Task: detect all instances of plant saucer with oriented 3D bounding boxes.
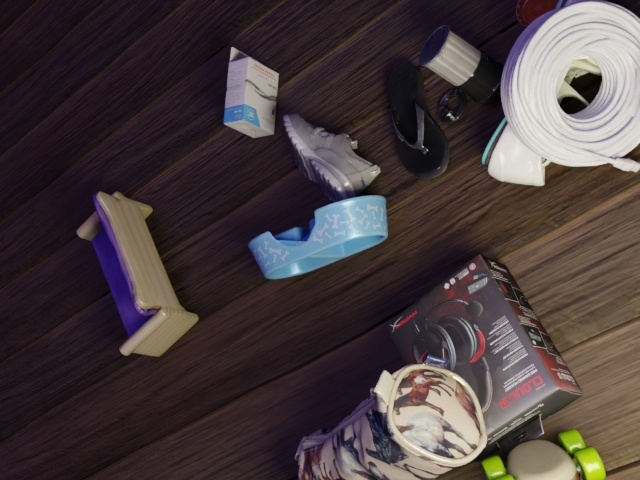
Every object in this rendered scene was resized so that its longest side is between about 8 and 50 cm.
[{"bbox_3d":[0.393,-0.420,1.668,0.083,0.013,0.083,-12,70,34],"label":"plant saucer"}]

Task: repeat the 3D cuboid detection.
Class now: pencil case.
[{"bbox_3d":[0.094,0.324,1.486,0.183,0.160,0.410,41,145,1],"label":"pencil case"}]

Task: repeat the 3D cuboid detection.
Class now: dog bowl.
[{"bbox_3d":[0.000,0.000,1.766,0.297,0.166,0.074,-22,77,31],"label":"dog bowl"}]

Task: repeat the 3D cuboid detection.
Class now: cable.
[{"bbox_3d":[0.412,-0.245,1.454,0.089,0.257,0.257,-125,41,-72],"label":"cable"}]

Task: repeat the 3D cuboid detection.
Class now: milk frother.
[{"bbox_3d":[0.232,-0.295,1.678,0.143,0.135,0.129,-58,21,6],"label":"milk frother"}]

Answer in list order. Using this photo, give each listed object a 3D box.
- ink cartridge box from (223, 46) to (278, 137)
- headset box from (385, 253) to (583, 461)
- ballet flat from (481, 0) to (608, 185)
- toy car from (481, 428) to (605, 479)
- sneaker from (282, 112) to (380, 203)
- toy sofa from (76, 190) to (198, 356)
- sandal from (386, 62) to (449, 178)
[{"bbox_3d":[-0.147,-0.325,2.000,0.060,0.104,0.180,-6,74,37],"label":"ink cartridge box"},{"bbox_3d":[0.270,0.207,1.522,0.218,0.110,0.293,-39,57,23],"label":"headset box"},{"bbox_3d":[0.413,-0.271,1.554,0.139,0.139,0.400,33,102,39],"label":"ballet flat"},{"bbox_3d":[0.349,0.403,1.379,0.155,0.149,0.188,-19,98,0],"label":"toy car"},{"bbox_3d":[0.018,-0.173,1.857,0.115,0.105,0.281,-30,50,-11],"label":"sneaker"},{"bbox_3d":[-0.432,0.071,2.063,0.150,0.177,0.362,-42,57,21],"label":"toy sofa"},{"bbox_3d":[0.170,-0.226,1.758,0.097,0.054,0.254,-31,60,28],"label":"sandal"}]
